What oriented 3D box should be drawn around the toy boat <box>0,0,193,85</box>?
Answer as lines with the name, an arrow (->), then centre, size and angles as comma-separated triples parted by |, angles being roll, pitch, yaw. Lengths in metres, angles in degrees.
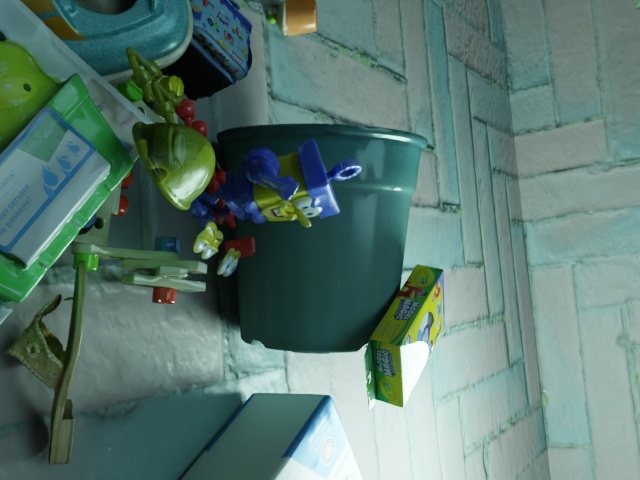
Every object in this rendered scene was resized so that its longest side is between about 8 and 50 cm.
toy boat -> -0.305, -0.331, 0.822 | 0.268, 0.148, 0.318 | -19, 83, -19

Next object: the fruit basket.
fruit basket -> -0.370, -0.112, 0.663 | 0.353, 0.165, 0.327 | 48, 63, -31

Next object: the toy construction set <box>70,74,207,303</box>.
toy construction set -> -0.253, -0.074, 0.918 | 0.215, 0.151, 0.327 | 18, 58, -56

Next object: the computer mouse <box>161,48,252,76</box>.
computer mouse -> -0.221, -0.331, 1.106 | 0.262, 0.060, 0.184 | -28, 100, -54

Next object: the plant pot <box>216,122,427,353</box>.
plant pot -> 0.000, 0.000, 1.157 | 0.341, 0.341, 0.333 | -1, 92, -59

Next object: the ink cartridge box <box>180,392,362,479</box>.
ink cartridge box -> -0.047, 0.480, 1.099 | 0.285, 0.166, 0.394 | -46, 123, -52

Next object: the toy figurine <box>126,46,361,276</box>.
toy figurine -> -0.063, -0.098, 0.861 | 0.362, 0.217, 0.191 | 65, 15, -69

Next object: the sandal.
sandal -> -0.321, 0.141, 0.815 | 0.079, 0.088, 0.239 | 4, 94, -22

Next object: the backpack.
backpack -> -0.174, -0.313, 1.008 | 0.158, 0.117, 0.173 | 43, 41, -47

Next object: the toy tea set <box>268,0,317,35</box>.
toy tea set -> -0.072, -0.566, 1.376 | 0.200, 0.124, 0.335 | 82, 7, -72

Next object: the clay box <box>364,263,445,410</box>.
clay box -> 0.132, 0.152, 1.085 | 0.222, 0.053, 0.127 | -52, 143, -46
